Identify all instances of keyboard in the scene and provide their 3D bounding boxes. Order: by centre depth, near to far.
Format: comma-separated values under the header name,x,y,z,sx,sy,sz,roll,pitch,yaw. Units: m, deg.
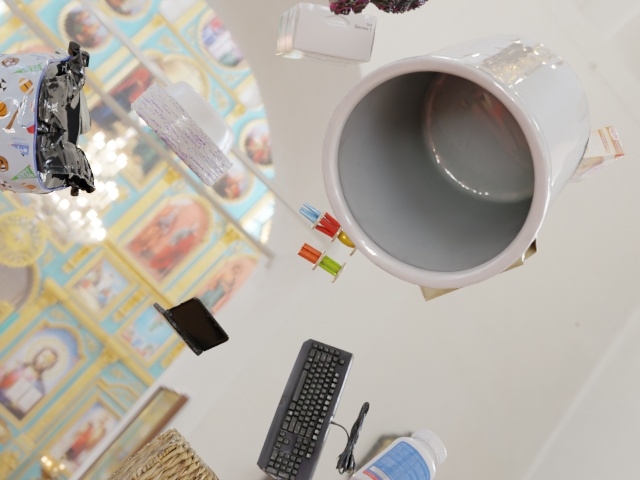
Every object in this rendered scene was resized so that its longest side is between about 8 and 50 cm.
name,x,y,z,sx,sy,sz,roll,pitch,yaw
keyboard,0.007,0.377,1.935,0.201,0.317,0.033,21,-27,0

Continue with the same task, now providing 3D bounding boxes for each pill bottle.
name,x,y,z,sx,sy,sz,roll,pitch,yaw
pill bottle,0.180,0.522,2.052,0.124,0.221,0.124,33,-41,34

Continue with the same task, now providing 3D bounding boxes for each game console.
name,x,y,z,sx,sy,sz,roll,pitch,yaw
game console,-0.253,0.158,1.776,0.122,0.071,0.107,56,-15,-28

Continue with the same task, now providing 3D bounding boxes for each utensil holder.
name,x,y,z,sx,sy,sz,roll,pitch,yaw
utensil holder,0.228,-0.143,1.404,0.327,0.385,0.328,9,-69,24

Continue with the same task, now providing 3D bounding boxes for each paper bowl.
name,x,y,z,sx,sy,sz,roll,pitch,yaw
paper bowl,-0.326,-0.282,2.280,0.284,0.148,0.284,45,-3,3

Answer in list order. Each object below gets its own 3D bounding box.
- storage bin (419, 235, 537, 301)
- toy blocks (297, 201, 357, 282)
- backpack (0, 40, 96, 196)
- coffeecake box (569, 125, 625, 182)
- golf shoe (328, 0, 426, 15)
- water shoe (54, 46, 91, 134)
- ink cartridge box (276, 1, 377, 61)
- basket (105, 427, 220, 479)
name,x,y,z,sx,sy,sz,roll,pitch,yaw
storage bin,0.283,-0.023,1.794,0.262,0.260,0.123,63,7,-59
toy blocks,0.000,0.000,1.924,0.148,0.123,0.054,35,-4,-1
backpack,-0.494,-0.198,1.513,0.263,0.213,0.277,-137,-135,-79
coffeecake box,0.489,-0.166,1.828,0.142,0.185,0.068,-41,-118,57
golf shoe,0.095,-0.412,1.461,0.067,0.186,0.086,141,-60,-62
water shoe,-0.584,-0.335,2.074,0.073,0.080,0.203,15,-58,61
ink cartridge box,0.007,-0.406,1.816,0.160,0.093,0.219,7,7,-11
basket,-0.333,0.549,1.792,0.223,0.299,0.213,51,-15,-6
